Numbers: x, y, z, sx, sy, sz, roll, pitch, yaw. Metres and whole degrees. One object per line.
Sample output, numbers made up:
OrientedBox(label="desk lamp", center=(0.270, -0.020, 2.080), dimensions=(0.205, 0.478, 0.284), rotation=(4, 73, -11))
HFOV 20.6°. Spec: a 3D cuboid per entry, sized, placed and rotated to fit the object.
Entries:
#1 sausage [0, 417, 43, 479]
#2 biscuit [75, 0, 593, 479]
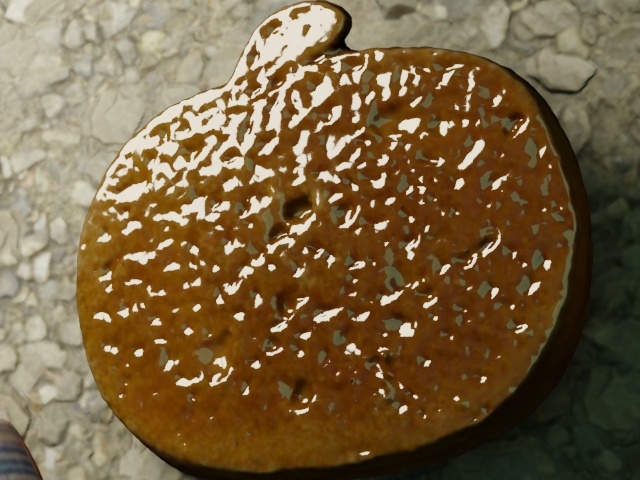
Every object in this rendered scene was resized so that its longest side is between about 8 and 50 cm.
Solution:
OrientedBox(label="sausage", center=(-0.253, 0.293, 1.208), dimensions=(0.233, 0.233, 0.287), rotation=(-33, 73, 5))
OrientedBox(label="biscuit", center=(0.004, 0.000, 1.266), dimensions=(0.394, 0.070, 0.350), rotation=(-4, 82, 24))
